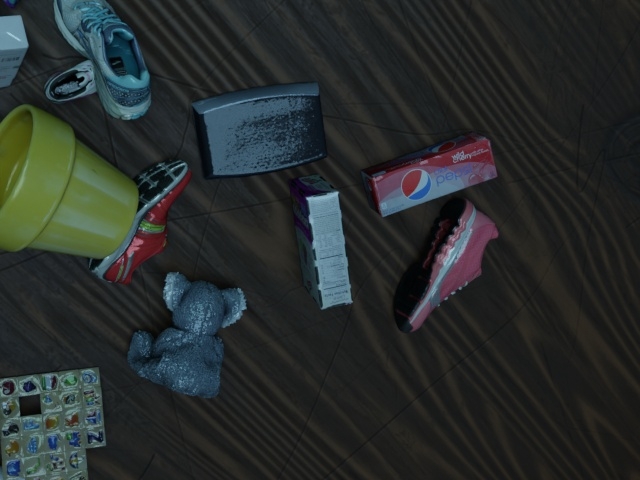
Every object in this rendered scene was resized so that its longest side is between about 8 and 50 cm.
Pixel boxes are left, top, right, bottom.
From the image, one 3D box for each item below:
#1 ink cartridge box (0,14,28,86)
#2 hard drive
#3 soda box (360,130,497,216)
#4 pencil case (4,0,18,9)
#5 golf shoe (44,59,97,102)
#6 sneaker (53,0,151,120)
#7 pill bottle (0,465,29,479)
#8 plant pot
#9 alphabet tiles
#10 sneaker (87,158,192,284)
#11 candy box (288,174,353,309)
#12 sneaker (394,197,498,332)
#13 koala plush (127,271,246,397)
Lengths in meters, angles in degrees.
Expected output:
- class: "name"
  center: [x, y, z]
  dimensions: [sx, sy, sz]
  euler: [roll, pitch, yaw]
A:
- class: "ink cartridge box"
  center: [-0.575, -0.319, 1.575]
  dimensions: [0.104, 0.180, 0.060]
  euler: [-13, 84, -31]
- class: "hard drive"
  center: [-0.113, -0.211, 1.788]
  dimensions: [0.255, 0.054, 0.171]
  euler: [-11, 108, -12]
- class: "soda box"
  center: [0.224, -0.137, 1.887]
  dimensions: [0.263, 0.083, 0.092]
  euler: [-20, 109, -9]
- class: "pencil case"
  center: [-0.500, -0.474, 1.603]
  dimensions: [0.152, 0.064, 0.070]
  euler: [-36, 154, -2]
- class: "golf shoe"
  center: [-0.411, -0.298, 1.667]
  dimensions: [0.186, 0.086, 0.067]
  euler: [-29, 110, -7]
- class: "sneaker"
  center: [-0.367, -0.357, 1.596]
  dimensions: [0.110, 0.122, 0.283]
  euler: [-27, 81, -29]
- class: "pill bottle"
  center: [-0.664, 0.519, 1.811]
  dimensions: [0.209, 0.119, 0.119]
  euler: [-22, 110, -9]
- class: "plant pot"
  center: [-0.469, -0.082, 1.641]
  dimensions: [0.239, 0.254, 0.254]
  euler: [25, 98, -37]
- class: "alphabet tiles"
  center: [-0.527, 0.379, 1.806]
  dimensions: [0.198, 0.009, 0.237]
  euler: [-5, 78, -15]
- class: "sneaker"
  center: [-0.333, -0.035, 1.771]
  dimensions: [0.118, 0.107, 0.279]
  euler: [34, 98, -40]
- class: "candy box"
  center: [0.000, 0.000, 1.824]
  dimensions: [0.071, 0.159, 0.233]
  euler: [-11, 109, -11]
- class: "sneaker"
  center: [0.274, 0.072, 1.944]
  dimensions: [0.136, 0.116, 0.313]
  euler: [27, 97, -22]
- class: "koala plush"
  center: [-0.249, 0.181, 1.804]
  dimensions: [0.196, 0.203, 0.221]
  euler: [20, 87, -20]
